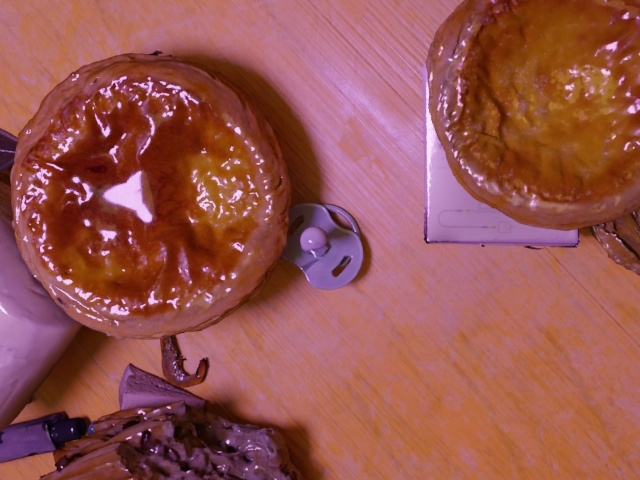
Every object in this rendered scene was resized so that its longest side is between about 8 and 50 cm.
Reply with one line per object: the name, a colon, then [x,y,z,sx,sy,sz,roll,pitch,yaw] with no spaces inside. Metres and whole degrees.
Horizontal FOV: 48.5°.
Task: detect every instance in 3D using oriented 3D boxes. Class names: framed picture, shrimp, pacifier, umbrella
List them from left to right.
framed picture: [-0.605,-0.168,1.268,0.149,0.109,0.011,27,136,13]
umbrella: [-0.598,0.395,1.395,0.337,0.067,0.073,-17,108,22]
shrimp: [-0.247,0.199,1.253,0.090,0.025,0.127,-11,101,21]
pacifier: [0.000,0.000,1.081,0.126,0.116,0.150,-42,80,-4]

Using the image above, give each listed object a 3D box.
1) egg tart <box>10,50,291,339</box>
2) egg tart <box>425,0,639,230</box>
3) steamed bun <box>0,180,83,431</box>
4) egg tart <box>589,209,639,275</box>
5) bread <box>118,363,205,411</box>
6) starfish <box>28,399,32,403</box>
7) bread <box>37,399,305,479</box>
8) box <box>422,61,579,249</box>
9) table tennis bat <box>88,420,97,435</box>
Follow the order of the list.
egg tart: [-0.258,-0.065,1.099,0.442,0.178,0.444,0,92,6]
egg tart: [0.277,-0.169,0.833,0.318,0.128,0.319,2,98,13]
steamed bun: [-0.620,0.078,1.226,0.456,0.290,0.371,42,107,7]
egg tart: [0.457,-0.060,0.910,0.240,0.106,0.241,2,97,17]
bread: [-0.290,0.289,1.288,0.152,0.105,0.077,12,106,-16]
starfish: [-0.596,0.286,1.395,0.091,0.028,0.078,40,105,11]
bread: [-0.229,0.385,1.171,0.369,0.192,0.314,-22,121,7]
box: [0.247,-0.120,0.969,0.203,0.106,0.252,1,101,19]
table tennis bat: [-0.339,0.377,1.319,0.201,0.033,0.125,16,105,11]
